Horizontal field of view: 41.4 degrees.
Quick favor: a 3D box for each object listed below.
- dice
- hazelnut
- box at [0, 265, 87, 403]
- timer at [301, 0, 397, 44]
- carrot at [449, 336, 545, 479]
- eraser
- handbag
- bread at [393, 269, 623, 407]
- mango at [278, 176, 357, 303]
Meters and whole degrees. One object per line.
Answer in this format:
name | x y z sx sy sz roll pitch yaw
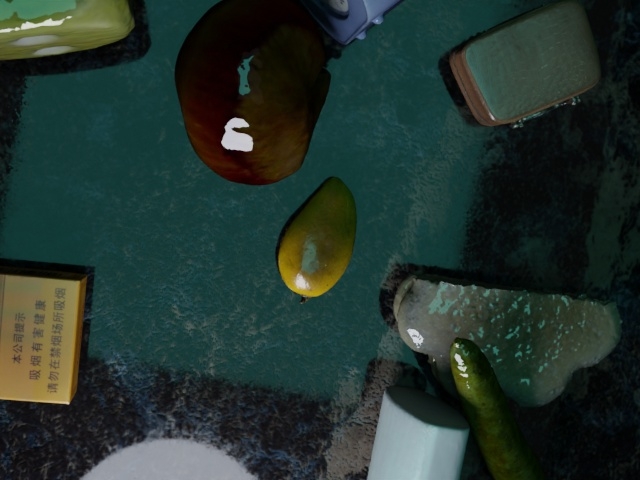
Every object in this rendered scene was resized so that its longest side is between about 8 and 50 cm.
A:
dice | -0.360 -0.357 1.041 0.227 0.233 0.238 -10 97 -7
hazelnut | -0.098 -0.194 1.110 0.217 0.217 0.251 -1 121 -7
box | -0.467 0.121 1.154 0.274 0.076 0.174 6 94 -7
timer | -0.032 -0.418 1.009 0.173 0.395 0.395 -39 99 1
carrot | 0.243 0.255 1.181 0.074 0.074 0.358 -31 127 -3
eraser | 0.119 0.369 1.189 0.104 0.189 0.290 10 94 -11
handbag | 0.298 -0.247 1.213 0.193 0.072 0.151 -26 98 -6
bread | 0.267 0.146 1.234 0.337 0.102 0.183 8 99 -10
mango | 0.000 0.000 1.207 0.101 0.066 0.187 24 84 -9
